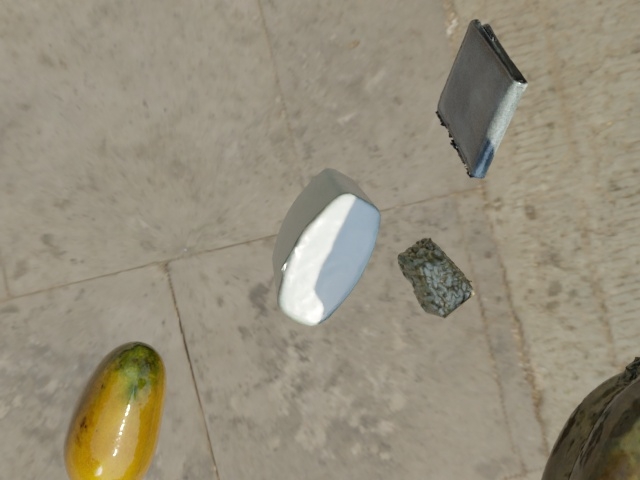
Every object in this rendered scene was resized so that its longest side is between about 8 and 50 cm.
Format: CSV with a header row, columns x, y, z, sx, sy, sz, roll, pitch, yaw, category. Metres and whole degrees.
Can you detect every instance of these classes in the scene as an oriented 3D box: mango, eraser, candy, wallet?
x,y,z,sx,sy,sz,roll,pitch,yaw,category
-0.268,0.234,1.379,0.120,0.151,0.221,16,94,-17,mango
0.000,0.000,1.518,0.104,0.290,0.189,25,98,-8,eraser
0.165,0.052,1.498,0.085,0.095,0.110,-37,115,-7,candy
0.233,-0.213,1.532,0.036,0.222,0.167,10,122,-18,wallet

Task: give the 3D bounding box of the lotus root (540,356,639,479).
x,y,z,sx,sy,sz,roll,pitch,yaw,category
0.312,0.272,0.942,0.250,0.250,0.346,18,76,-7,lotus root
